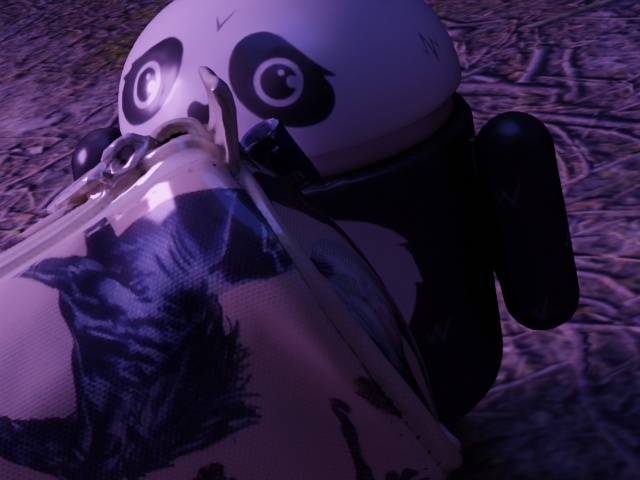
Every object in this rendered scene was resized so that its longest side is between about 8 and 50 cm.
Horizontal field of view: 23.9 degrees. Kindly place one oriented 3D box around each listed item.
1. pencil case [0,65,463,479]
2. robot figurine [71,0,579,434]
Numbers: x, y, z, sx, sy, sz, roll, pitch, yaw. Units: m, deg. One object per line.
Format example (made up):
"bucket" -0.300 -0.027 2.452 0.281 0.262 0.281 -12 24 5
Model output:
"pencil case" -0.161 0.104 0.581 0.410 0.183 0.160 -29 12 3
"robot figurine" -0.003 0.001 0.749 0.209 0.278 0.173 -17 23 -15
